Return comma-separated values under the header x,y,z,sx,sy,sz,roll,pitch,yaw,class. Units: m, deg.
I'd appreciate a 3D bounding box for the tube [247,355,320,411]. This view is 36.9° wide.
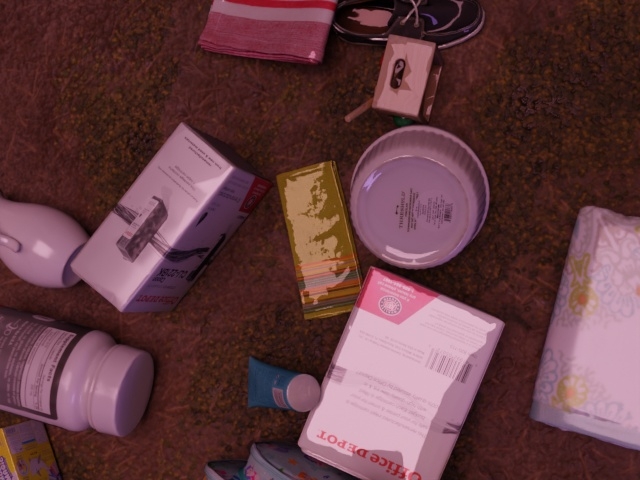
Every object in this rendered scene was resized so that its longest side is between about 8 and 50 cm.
x,y,z,sx,sy,sz,roll,pitch,yaw,class
-0.069,0.217,1.419,0.052,0.207,0.080,9,83,-26,tube

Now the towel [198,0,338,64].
x,y,z,sx,sy,sz,roll,pitch,yaw,class
-0.059,-0.442,1.489,0.237,0.037,0.329,13,89,33,towel

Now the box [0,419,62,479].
x,y,z,sx,sy,sz,roll,pitch,yaw,class
-0.462,0.380,1.531,0.043,0.105,0.179,-25,81,19,box

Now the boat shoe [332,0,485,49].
x,y,z,sx,sy,sz,roll,pitch,yaw,class
0.131,-0.335,1.454,0.233,0.079,0.084,1,85,12,boat shoe

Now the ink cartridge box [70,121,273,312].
x,y,z,sx,sy,sz,roll,pitch,yaw,class
-0.220,-0.025,1.454,0.114,0.197,0.273,41,96,13,ink cartridge box

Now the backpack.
x,y,z,sx,sy,sz,roll,pitch,yaw,class
-0.058,0.393,1.376,0.253,0.225,0.191,16,88,25,backpack

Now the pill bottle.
x,y,z,sx,sy,sz,roll,pitch,yaw,class
-0.417,0.205,1.504,0.283,0.161,0.161,12,89,13,pill bottle

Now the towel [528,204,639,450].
x,y,z,sx,sy,sz,roll,pitch,yaw,class
0.508,0.147,1.329,0.374,0.090,0.320,14,87,14,towel

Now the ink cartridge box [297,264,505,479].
x,y,z,sx,sy,sz,roll,pitch,yaw,class
0.115,0.203,1.391,0.207,0.117,0.283,23,92,7,ink cartridge box

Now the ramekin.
x,y,z,sx,sy,sz,roll,pitch,yaw,class
0.138,-0.057,1.383,0.207,0.109,0.207,4,108,11,ramekin

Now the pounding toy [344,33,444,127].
x,y,z,sx,sy,sz,roll,pitch,yaw,class
0.112,-0.223,1.423,0.100,0.130,0.141,14,90,14,pounding toy

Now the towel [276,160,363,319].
x,y,z,sx,sy,sz,roll,pitch,yaw,class
0.000,0.000,1.491,0.102,0.021,0.237,-14,83,11,towel

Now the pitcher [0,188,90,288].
x,y,z,sx,sy,sz,roll,pitch,yaw,class
-0.481,-0.004,1.525,0.207,0.178,0.125,27,103,14,pitcher
